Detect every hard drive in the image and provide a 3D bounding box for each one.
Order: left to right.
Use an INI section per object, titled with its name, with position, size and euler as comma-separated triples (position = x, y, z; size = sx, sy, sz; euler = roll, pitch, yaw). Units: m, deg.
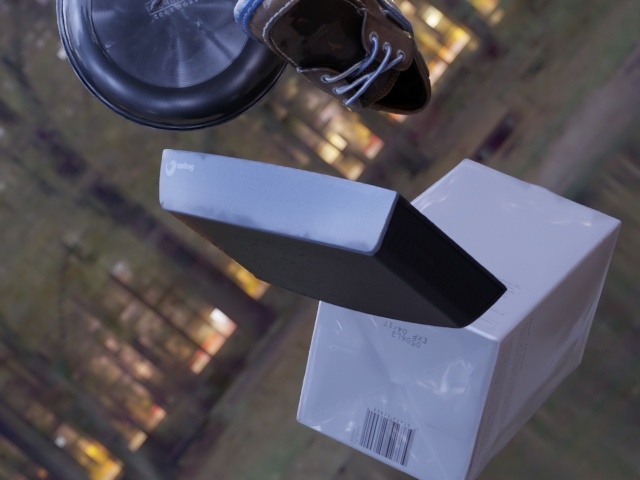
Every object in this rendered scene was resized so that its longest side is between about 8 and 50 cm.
[hard drive]
position = 0.000, 0.000, 1.460
size = 0.254, 0.172, 0.054
euler = 12, 71, 44

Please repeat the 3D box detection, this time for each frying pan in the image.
[frying pan]
position = -0.112, -0.248, 1.490
size = 0.053, 0.197, 0.326
euler = -51, -39, -83

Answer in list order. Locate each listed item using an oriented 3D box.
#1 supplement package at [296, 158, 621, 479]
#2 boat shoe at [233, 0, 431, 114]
[supplement package]
position = 0.135, 0.074, 1.793
size = 0.293, 0.177, 0.175
euler = -36, -36, -52
[boat shoe]
position = 0.019, -0.109, 1.044
size = 0.066, 0.066, 0.183
euler = -43, -20, 17
